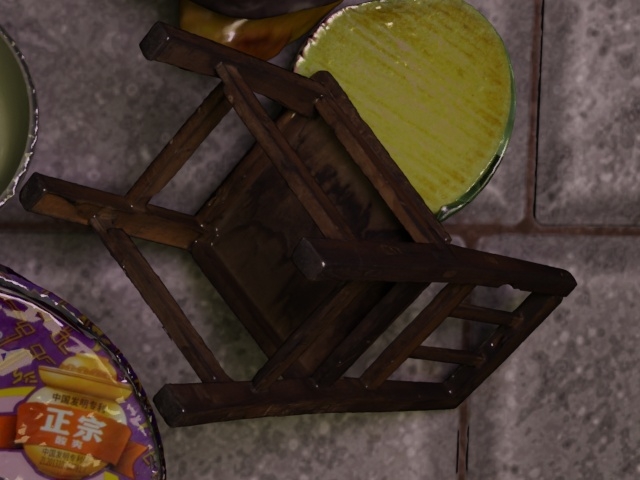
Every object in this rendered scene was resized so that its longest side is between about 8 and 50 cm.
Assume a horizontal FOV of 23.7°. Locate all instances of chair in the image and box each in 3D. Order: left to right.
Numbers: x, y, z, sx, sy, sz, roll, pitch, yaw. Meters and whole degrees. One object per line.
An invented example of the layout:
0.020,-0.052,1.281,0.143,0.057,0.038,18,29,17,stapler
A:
0.000,0.000,1.263,0.203,0.416,0.240,-49,63,21,chair

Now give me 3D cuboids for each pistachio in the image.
-0.048,-0.219,1.293,0.189,0.100,0.110,-41,86,-16,pistachio

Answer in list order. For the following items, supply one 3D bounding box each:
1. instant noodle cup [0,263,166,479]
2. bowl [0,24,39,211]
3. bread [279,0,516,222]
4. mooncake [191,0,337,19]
-0.297,0.158,1.161,0.339,0.266,0.340,-2,99,-12,instant noodle cup
-0.326,-0.088,1.207,0.211,0.112,0.211,1,83,-8,bowl
0.069,-0.115,1.351,0.228,0.033,0.228,-6,110,-17,bread
-0.049,-0.335,1.202,0.306,0.154,0.306,3,72,-10,mooncake
